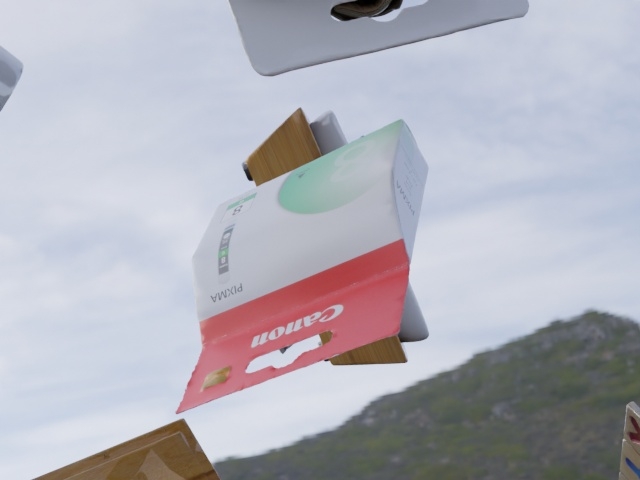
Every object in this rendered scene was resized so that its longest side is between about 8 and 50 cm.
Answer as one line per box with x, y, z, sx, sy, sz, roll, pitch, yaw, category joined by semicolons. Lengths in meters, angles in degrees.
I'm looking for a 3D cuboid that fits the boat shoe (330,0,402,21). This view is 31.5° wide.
0.026;-0.266;1.112;0.123;0.116;0.324;-26;-3;17;boat shoe

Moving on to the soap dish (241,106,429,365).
0.017;0.004;1.287;0.118;0.291;0.229;-23;-1;2;soap dish

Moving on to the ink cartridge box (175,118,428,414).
-0.018;0.013;0.824;0.181;0.225;0.056;-23;-67;23;ink cartridge box

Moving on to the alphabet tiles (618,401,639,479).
0.400;0.321;1.087;0.011;0.342;0.285;-23;-46;-16;alphabet tiles

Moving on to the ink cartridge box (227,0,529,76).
-0.002;-0.298;0.742;0.207;0.354;0.119;-15;-23;-12;ink cartridge box

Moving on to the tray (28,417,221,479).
-0.267;0.344;1.150;0.410;0.203;0.076;-18;-26;-38;tray

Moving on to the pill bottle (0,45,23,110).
-0.284;-0.133;0.659;0.208;0.118;0.117;37;-44;-25;pill bottle

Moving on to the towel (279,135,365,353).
0.000;0.000;1.593;0.034;0.209;0.285;12;35;28;towel
